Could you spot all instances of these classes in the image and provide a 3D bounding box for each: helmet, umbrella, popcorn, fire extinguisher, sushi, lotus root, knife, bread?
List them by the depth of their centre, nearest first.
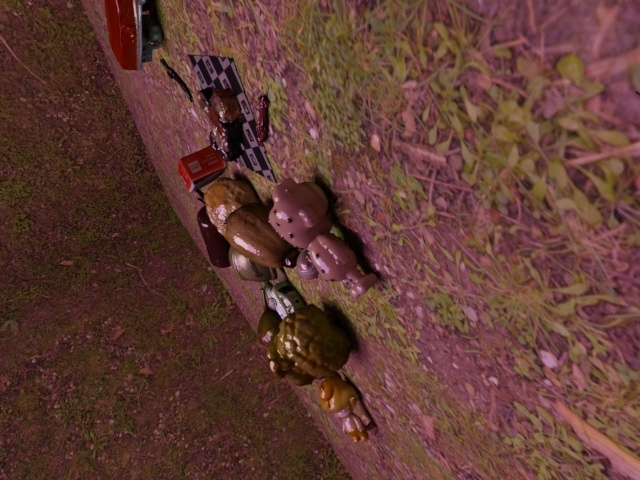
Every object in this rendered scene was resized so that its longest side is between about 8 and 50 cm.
[{"bbox_3d":[-0.128,-0.254,0.962,0.165,0.025,0.027,109,150,-63],"label":"umbrella"},{"bbox_3d":[-0.262,-0.306,1.149,0.339,0.069,0.320,34,148,51],"label":"sushi"},{"bbox_3d":[-0.161,-0.019,1.203,0.257,0.154,0.140,32,155,19],"label":"lotus root"},{"bbox_3d":[-0.046,0.297,1.220,0.206,0.251,0.237,60,148,8],"label":"popcorn"},{"bbox_3d":[-0.276,-0.092,1.387,0.244,0.134,0.244,47,158,26],"label":"bread"},{"bbox_3d":[-0.473,-0.528,1.426,0.222,0.021,0.045,51,162,21],"label":"knife"},{"bbox_3d":[-0.241,0.075,1.546,0.257,0.137,0.204,60,161,-2],"label":"helmet"},{"bbox_3d":[-0.384,-0.040,1.612,0.135,0.114,0.337,35,150,21],"label":"fire extinguisher"}]

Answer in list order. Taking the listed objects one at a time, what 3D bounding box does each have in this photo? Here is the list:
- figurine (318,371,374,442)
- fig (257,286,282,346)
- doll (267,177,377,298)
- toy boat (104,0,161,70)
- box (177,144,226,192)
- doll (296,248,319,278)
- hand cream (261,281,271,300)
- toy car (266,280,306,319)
[{"bbox_3d":[0.081,0.558,1.480,0.156,0.131,0.246,-24,95,36],"label":"figurine"},{"bbox_3d":[-0.229,0.333,1.890,0.259,0.151,0.151,60,161,10],"label":"fig"},{"bbox_3d":[0.001,0.000,0.901,0.278,0.119,0.154,50,162,-3],"label":"doll"},{"bbox_3d":[-0.520,-0.642,1.240,0.145,0.133,0.332,60,151,16],"label":"toy boat"},{"bbox_3d":[-0.404,-0.240,1.501,0.099,0.133,0.182,61,159,-7],"label":"box"},{"bbox_3d":[-0.017,0.060,1.091,0.084,0.073,0.127,22,157,6],"label":"doll"},{"bbox_3d":[-0.198,0.219,1.786,0.175,0.046,0.095,30,150,60],"label":"hand cream"},{"bbox_3d":[-0.089,0.237,1.480,0.076,0.090,0.224,-45,74,35],"label":"toy car"}]
